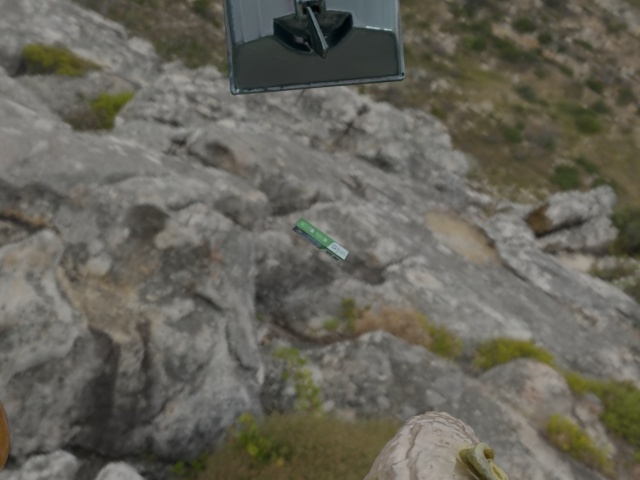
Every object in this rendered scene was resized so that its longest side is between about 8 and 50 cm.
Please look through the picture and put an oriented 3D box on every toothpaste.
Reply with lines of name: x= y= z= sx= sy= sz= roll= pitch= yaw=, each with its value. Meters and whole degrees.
toothpaste: x=0.000 y=0.000 z=1.271 sx=0.083 sy=0.020 sz=0.017 roll=36 pitch=61 yaw=-10

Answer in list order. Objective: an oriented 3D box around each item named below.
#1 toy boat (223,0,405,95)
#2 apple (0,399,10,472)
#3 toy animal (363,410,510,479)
toy boat: x=-0.010 y=-0.184 z=0.488 sx=0.092 sy=0.246 sz=0.103 roll=-5 pitch=-18 yaw=1
apple: x=-0.481 y=0.235 z=1.115 sx=0.196 sy=0.196 sz=0.196 roll=28 pitch=22 yaw=-12
toy animal: x=0.127 y=0.335 z=0.928 sx=0.226 sy=0.188 sz=0.358 roll=56 pitch=19 yaw=-55
